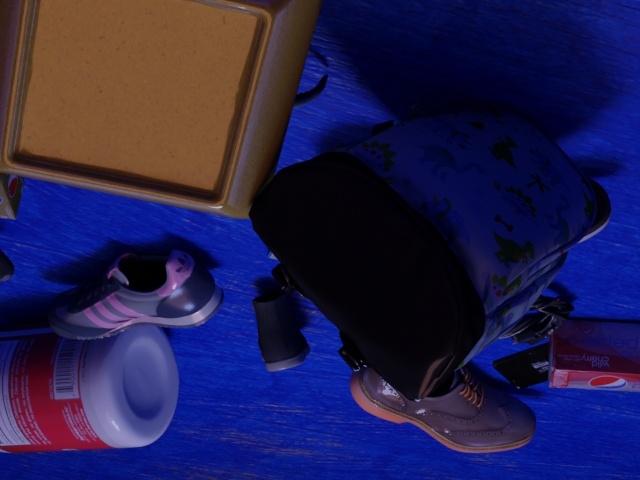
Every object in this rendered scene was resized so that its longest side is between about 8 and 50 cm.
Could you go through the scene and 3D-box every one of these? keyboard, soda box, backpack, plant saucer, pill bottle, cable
[{"bbox_3d":[0.389,0.207,2.162,0.100,0.038,0.192,43,143,-17],"label":"keyboard"},{"bbox_3d":[-0.437,-0.096,1.671,0.058,0.061,0.181,7,154,1],"label":"soda box"},{"bbox_3d":[0.145,-0.011,1.416,0.273,0.290,0.355,-49,159,20],"label":"backpack"},{"bbox_3d":[-0.183,-0.167,1.262,0.332,0.081,0.333,11,123,-9],"label":"plant saucer"},{"bbox_3d":[-0.472,0.253,2.214,0.407,0.229,0.229,-7,152,26],"label":"pill bottle"},{"bbox_3d":[0.302,0.109,1.959,0.150,0.047,0.184,21,154,-17],"label":"cable"},{"bbox_3d":[0.494,0.184,2.003,0.263,0.092,0.083,2,155,7],"label":"soda box"}]

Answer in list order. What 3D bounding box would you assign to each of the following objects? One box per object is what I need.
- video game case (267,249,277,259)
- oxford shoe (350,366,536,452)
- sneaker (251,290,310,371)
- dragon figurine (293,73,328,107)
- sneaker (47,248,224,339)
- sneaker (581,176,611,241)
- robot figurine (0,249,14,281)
[{"bbox_3d":[0.000,0.000,1.824,0.119,0.015,0.166,13,154,-12],"label":"video game case"},{"bbox_3d":[0.239,0.282,2.234,0.363,0.130,0.133,16,147,-20],"label":"oxford shoe"},{"bbox_3d":[-0.066,0.136,2.070,0.083,0.118,0.222,-12,-176,-4],"label":"sneaker"},{"bbox_3d":[-0.131,-0.180,1.362,0.289,0.085,0.144,-9,126,-5],"label":"dragon figurine"},{"bbox_3d":[-0.310,0.070,1.968,0.319,0.112,0.131,-10,133,25],"label":"sneaker"},{"bbox_3d":[0.248,0.009,1.666,0.295,0.124,0.178,-13,155,21],"label":"sneaker"},{"bbox_3d":[-0.586,0.042,1.875,0.173,0.209,0.278,44,165,21],"label":"robot figurine"}]
